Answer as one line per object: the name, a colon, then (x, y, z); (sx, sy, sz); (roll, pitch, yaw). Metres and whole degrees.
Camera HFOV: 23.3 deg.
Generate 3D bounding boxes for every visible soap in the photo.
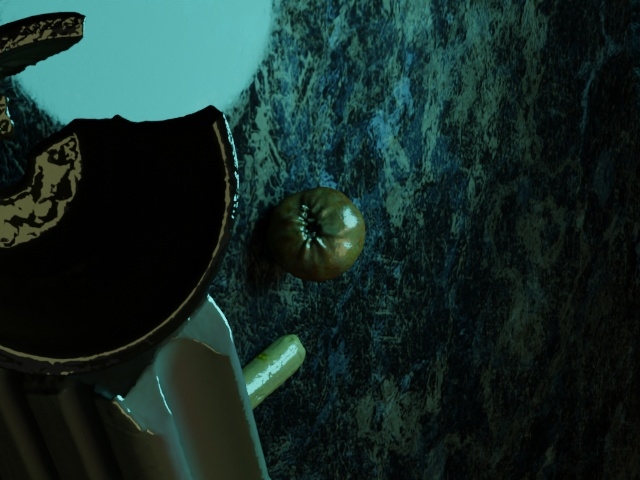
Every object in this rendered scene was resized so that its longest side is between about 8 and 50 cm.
soap: (-0.259, 0.230, 1.867); (0.213, 0.350, 0.435); (-56, 147, -39)

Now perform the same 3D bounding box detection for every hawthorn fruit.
hawthorn fruit: (0.008, -0.003, 2.332); (0.189, 0.149, 0.149); (24, 84, -54)

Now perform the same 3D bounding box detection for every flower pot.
flower pot: (-0.311, -0.055, 1.664); (0.379, 0.251, 0.379); (-8, 105, -31)

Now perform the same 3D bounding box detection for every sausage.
sausage: (-0.124, 0.231, 2.316); (0.301, 0.066, 0.065); (-35, 132, -42)

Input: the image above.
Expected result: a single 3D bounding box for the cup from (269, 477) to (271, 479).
cup: (-0.121, 0.380, 2.354); (0.120, 0.120, 0.141); (-49, 126, -34)
